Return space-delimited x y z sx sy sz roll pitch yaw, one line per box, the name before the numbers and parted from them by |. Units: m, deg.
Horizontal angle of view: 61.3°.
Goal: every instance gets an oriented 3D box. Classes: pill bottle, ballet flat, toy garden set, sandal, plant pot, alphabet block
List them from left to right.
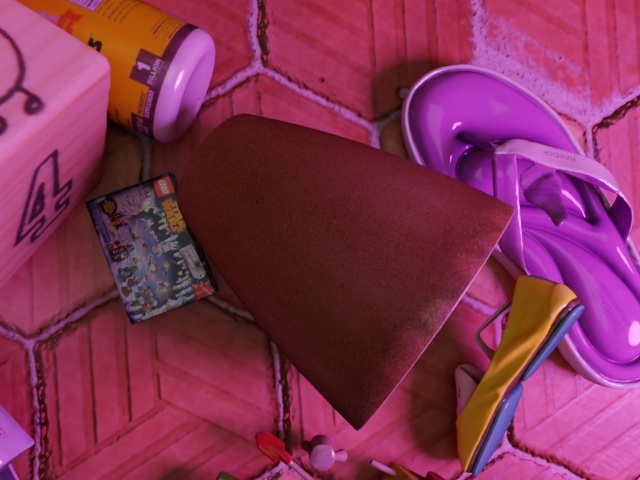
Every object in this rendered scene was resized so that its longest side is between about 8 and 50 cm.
alphabet block | -0.313 -0.080 0.438 0.192 0.193 0.197 32 54 -8
pill bottle | -0.221 -0.188 0.523 0.215 0.117 0.117 23 87 -4
plant pot | 0.000 0.000 0.503 0.254 0.237 0.237 34 86 10
toy garden set | 0.001 0.299 0.570 0.244 0.049 0.204 28 88 -3
ballet flat | 0.188 0.138 0.572 0.077 0.077 0.231 34 112 31
sandal | 0.253 -0.025 0.572 0.169 0.102 0.416 -39 92 -5

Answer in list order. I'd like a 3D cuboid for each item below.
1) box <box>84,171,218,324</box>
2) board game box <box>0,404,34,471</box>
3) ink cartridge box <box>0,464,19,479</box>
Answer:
box | -0.176 0.008 0.568 0.094 0.027 0.137 -21 91 -7
board game box | -0.491 0.175 0.472 0.318 0.066 0.319 -42 90 -6
ink cartridge box | -0.421 0.247 0.529 0.206 0.045 0.208 -27 90 -6
